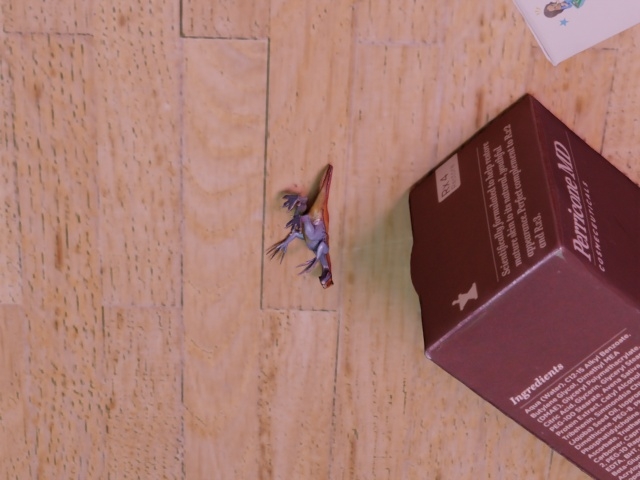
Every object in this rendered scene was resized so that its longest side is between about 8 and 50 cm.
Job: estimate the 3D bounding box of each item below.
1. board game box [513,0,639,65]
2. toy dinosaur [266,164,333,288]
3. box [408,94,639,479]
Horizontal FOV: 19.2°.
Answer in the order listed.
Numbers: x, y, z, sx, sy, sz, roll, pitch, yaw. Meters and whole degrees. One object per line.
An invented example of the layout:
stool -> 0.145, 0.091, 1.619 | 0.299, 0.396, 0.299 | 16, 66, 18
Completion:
board game box -> 0.238, -0.263, 1.121 | 0.303, 0.224, 0.097 | -25, 126, 18
toy dinosaur -> 0.000, 0.000, 1.436 | 0.090, 0.047, 0.082 | -36, 139, 12
box -> 0.245, 0.084, 1.412 | 0.381, 0.191, 0.143 | 35, 119, -26
